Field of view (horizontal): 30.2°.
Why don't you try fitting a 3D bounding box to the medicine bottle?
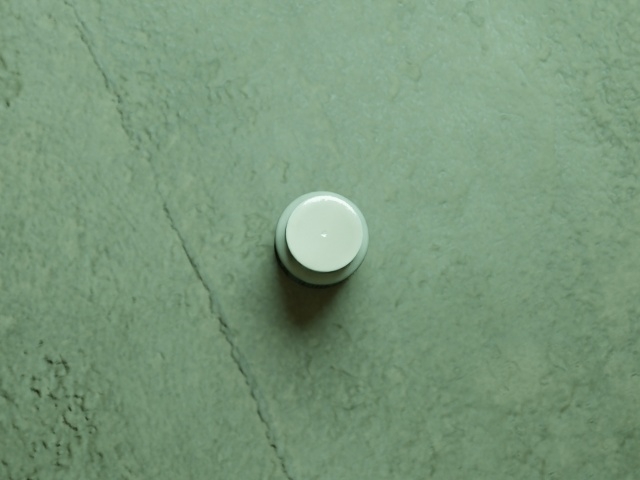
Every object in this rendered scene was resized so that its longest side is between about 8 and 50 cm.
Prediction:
[{"bbox_3d":[0.000,0.000,1.008,0.079,0.140,0.079,0,85,-2],"label":"medicine bottle"}]
